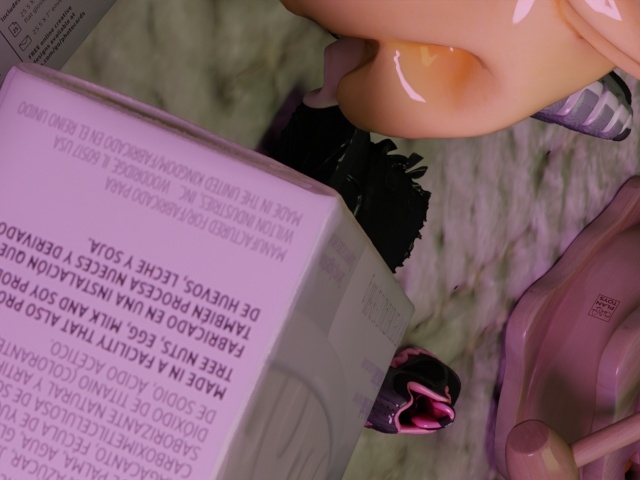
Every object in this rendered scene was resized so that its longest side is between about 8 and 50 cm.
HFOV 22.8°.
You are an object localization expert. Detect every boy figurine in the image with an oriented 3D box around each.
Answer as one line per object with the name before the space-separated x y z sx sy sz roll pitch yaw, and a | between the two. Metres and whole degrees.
boy figurine | 0.038 -0.110 0.439 0.092 0.285 0.177 -25 127 -47

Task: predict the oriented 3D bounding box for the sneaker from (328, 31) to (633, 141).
sneaker | 0.100 -0.125 0.714 0.228 0.086 0.132 12 98 -57

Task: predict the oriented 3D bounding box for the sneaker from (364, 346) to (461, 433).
sneaker | 0.047 0.082 0.800 0.119 0.057 0.047 8 102 -59

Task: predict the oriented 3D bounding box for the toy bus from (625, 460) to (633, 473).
toy bus | 0.231 0.189 1.097 0.333 0.108 0.130 -50 145 -25

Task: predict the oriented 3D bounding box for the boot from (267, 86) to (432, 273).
boot | -0.001 0.000 0.688 0.121 0.045 0.099 -59 151 -12

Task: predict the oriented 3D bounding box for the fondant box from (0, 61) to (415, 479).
fondant box | -0.083 0.139 0.475 0.238 0.096 0.330 48 66 -78

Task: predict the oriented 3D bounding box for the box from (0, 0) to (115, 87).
box | -0.145 -0.077 0.423 0.145 0.038 0.186 -54 146 -17

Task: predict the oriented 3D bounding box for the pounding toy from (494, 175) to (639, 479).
pounding toy | 0.204 0.093 0.947 0.269 0.154 0.154 -44 138 -32
